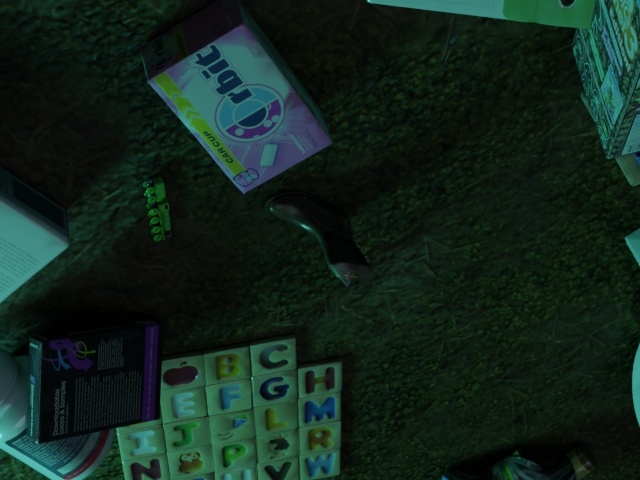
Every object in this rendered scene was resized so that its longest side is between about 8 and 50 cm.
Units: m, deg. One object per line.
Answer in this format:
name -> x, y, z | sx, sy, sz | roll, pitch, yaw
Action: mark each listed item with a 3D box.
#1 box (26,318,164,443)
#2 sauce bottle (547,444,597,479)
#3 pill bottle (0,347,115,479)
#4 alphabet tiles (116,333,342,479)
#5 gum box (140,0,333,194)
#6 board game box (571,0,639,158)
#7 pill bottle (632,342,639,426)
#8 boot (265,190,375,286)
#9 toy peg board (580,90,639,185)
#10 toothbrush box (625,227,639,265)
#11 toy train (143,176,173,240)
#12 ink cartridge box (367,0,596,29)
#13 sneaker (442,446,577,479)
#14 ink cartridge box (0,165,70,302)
box -> -0.248, 0.153, 1.440 | 0.162, 0.029, 0.116 | -6, 105, -43
sauce bottle -> 0.332, 0.340, 1.851 | 0.128, 0.042, 0.042 | -39, 131, 17
pill bottle -> -0.328, 0.192, 1.469 | 0.108, 0.108, 0.180 | -33, 132, 14
alphabet tiles -> -0.112, 0.253, 1.658 | 0.285, 0.011, 0.342 | -9, 133, -9
gum box -> -0.077, -0.138, 1.275 | 0.107, 0.062, 0.188 | -30, 133, 11
board game box -> 0.376, -0.216, 1.203 | 0.232, 0.141, 0.291 | -13, 160, -1
pill bottle -> 0.608, 0.198, 1.693 | 0.361, 0.204, 0.204 | 8, 128, -22
boot -> 0.000, 0.000, 1.389 | 0.106, 0.114, 0.037 | 11, 127, -25
toy peg board -> 0.394, -0.130, 1.416 | 0.161, 0.079, 0.161 | -31, 132, 11
toothbrush box -> 0.531, 0.014, 1.501 | 0.283, 0.206, 0.122 | -35, 132, 14
toy train -> -0.171, -0.033, 1.376 | 0.024, 0.017, 0.083 | -18, 135, -16
ink cartridge box -> 0.150, -0.264, 1.178 | 0.209, 0.062, 0.109 | 9, 134, 8
sneaker -> 0.262, 0.325, 1.808 | 0.188, 0.067, 0.078 | 0, 88, -1
ink cartridge box -> -0.429, -0.008, 1.290 | 0.239, 0.060, 0.275 | -37, 132, 18
